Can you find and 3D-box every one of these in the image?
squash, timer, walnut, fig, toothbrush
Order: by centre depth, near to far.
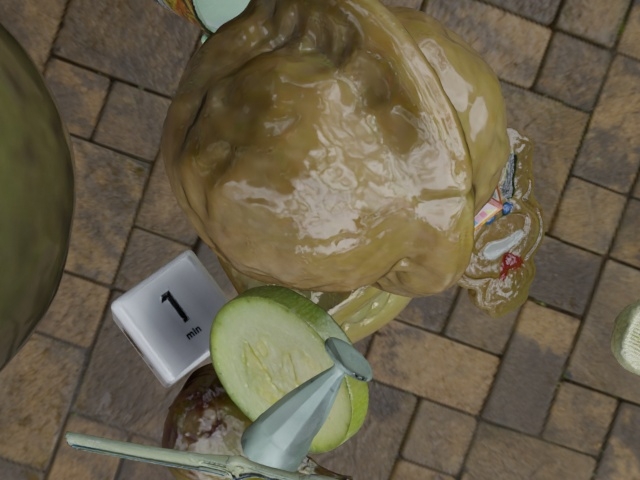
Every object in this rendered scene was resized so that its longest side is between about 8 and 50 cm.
[{"bbox_3d":[-0.107,0.206,0.724,0.294,0.028,0.026,8,126,18],"label":"toothbrush"},{"bbox_3d":[0.013,-0.101,0.846,0.383,0.383,0.384,0,92,-2],"label":"walnut"},{"bbox_3d":[-0.045,0.179,1.084,0.049,0.252,0.252,-35,94,-43],"label":"squash"},{"bbox_3d":[-0.097,0.340,1.264,0.320,0.217,0.217,28,91,4],"label":"fig"},{"bbox_3d":[-0.288,0.161,1.594,0.194,0.192,0.195,-38,88,-18],"label":"timer"}]

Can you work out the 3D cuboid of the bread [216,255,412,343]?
[{"bbox_3d":[0.000,0.000,1.431,0.348,0.253,0.376,-36,60,-1],"label":"bread"}]

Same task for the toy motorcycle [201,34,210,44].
[{"bbox_3d":[-0.057,-0.412,1.465,0.331,0.125,0.196,-24,132,-28],"label":"toy motorcycle"}]

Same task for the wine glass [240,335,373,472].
[{"bbox_3d":[-0.013,0.182,0.854,0.073,0.073,0.155,40,106,-3],"label":"wine glass"}]

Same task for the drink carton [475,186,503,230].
[{"bbox_3d":[0.179,-0.107,1.079,0.071,0.223,0.096,27,131,-24],"label":"drink carton"}]

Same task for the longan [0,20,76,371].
[{"bbox_3d":[-0.336,-0.026,0.482,0.360,0.361,0.361,0,92,-2],"label":"longan"}]

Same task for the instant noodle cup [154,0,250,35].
[{"bbox_3d":[-0.180,-0.481,1.241,0.340,0.340,0.266,-46,63,0],"label":"instant noodle cup"}]

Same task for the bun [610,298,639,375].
[{"bbox_3d":[0.488,0.144,1.176,0.115,0.069,0.115,0,89,8],"label":"bun"}]

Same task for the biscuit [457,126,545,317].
[{"bbox_3d":[0.286,-0.022,1.259,0.183,0.047,0.320,-3,109,-30],"label":"biscuit"}]
